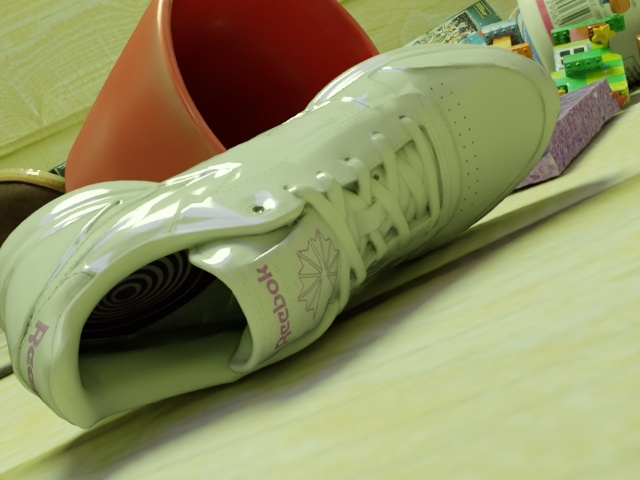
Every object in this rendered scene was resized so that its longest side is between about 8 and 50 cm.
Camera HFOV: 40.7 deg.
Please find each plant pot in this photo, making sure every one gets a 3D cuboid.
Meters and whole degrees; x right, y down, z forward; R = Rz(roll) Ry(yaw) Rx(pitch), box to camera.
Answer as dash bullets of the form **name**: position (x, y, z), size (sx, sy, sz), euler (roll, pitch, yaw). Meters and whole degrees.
- **plant pot**: position (-0.093, -0.086, 0.798), size (0.243, 0.275, 0.275), euler (-33, -1, 40)

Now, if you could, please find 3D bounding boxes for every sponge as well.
- **sponge**: position (0.142, -0.067, 0.635), size (0.117, 0.031, 0.210), euler (-21, 8, 34)

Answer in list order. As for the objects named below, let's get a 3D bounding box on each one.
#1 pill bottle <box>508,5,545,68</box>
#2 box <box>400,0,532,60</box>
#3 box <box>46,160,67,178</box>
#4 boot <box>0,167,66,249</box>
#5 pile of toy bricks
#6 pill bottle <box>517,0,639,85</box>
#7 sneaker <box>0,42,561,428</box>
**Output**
- **pill bottle**: position (0.417, -0.343, 1.340), size (0.152, 0.152, 0.272), euler (-27, 7, -16)
- **box**: position (0.157, -0.204, 1.032), size (0.159, 0.044, 0.233), euler (-29, 26, 13)
- **box**: position (-0.231, -0.052, 1.123), size (0.312, 0.179, 0.343), euler (-37, 13, -36)
- **boot**: position (-0.335, 0.050, 0.877), size (0.090, 0.207, 0.248), euler (19, -28, -41)
- **pile of toy bricks**: position (0.234, -0.148, 0.734), size (0.212, 0.118, 0.105), euler (-12, 49, 21)
- **pill bottle**: position (0.342, -0.253, 0.808), size (0.283, 0.160, 0.160), euler (-21, 7, 29)
- **sneaker**: position (0.000, 0.000, 0.410), size (0.305, 0.114, 0.152), euler (-27, 24, -12)
